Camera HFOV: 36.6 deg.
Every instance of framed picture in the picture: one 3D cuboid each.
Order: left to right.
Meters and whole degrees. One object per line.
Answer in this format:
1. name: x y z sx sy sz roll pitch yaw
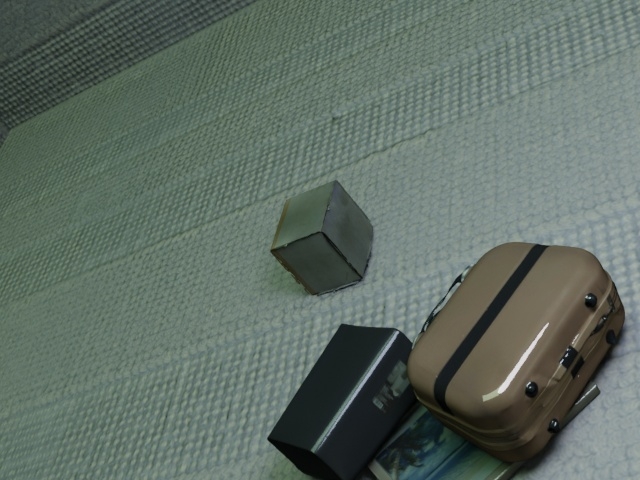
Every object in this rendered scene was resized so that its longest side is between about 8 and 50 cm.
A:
1. framed picture: 0.219 0.266 1.407 0.315 0.024 0.232 -42 33 -6

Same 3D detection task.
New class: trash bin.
1. trash bin: 0.042 0.249 1.485 0.225 0.115 0.165 -51 24 -23

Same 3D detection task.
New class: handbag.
1. handbag: 0.252 0.140 1.382 0.302 0.149 0.283 -51 34 -18

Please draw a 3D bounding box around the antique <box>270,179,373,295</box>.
1. antique: 0.000 0.000 1.828 0.148 0.146 0.152 -18 37 31
